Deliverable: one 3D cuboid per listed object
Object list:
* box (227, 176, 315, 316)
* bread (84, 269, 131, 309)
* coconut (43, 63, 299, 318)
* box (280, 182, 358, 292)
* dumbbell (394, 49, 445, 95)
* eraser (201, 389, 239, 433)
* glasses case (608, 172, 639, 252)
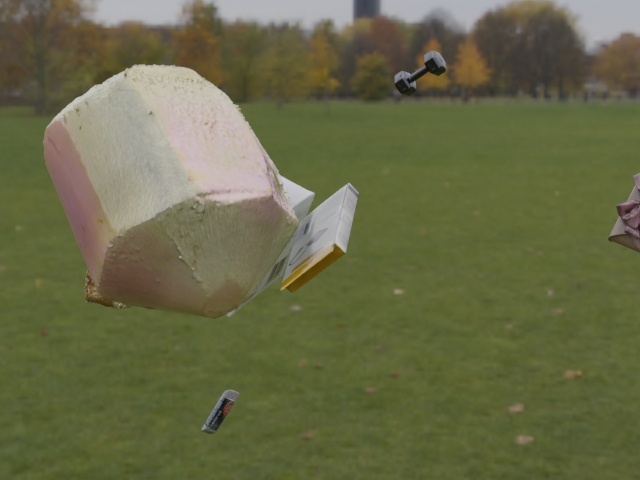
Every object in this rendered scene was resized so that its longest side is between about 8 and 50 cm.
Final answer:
[{"bbox_3d":[-0.137,0.000,2.204,0.116,0.203,0.274,27,24,11],"label":"box"},{"bbox_3d":[-0.346,0.069,1.862,0.070,0.083,0.076,8,-4,22],"label":"bread"},{"bbox_3d":[-0.142,-0.037,1.152,0.233,0.245,0.233,-27,-17,-9],"label":"coconut"},{"bbox_3d":[0.000,0.000,1.967,0.129,0.033,0.247,-37,18,26],"label":"box"},{"bbox_3d":[0.154,-0.259,1.755,0.083,0.036,0.040,-32,-23,29],"label":"dumbbell"},{"bbox_3d":[-0.185,0.318,2.099,0.027,0.099,0.019,27,7,-37],"label":"eraser"},{"bbox_3d":[0.633,-0.069,2.190,0.070,0.193,0.102,18,11,-42],"label":"glasses case"}]
